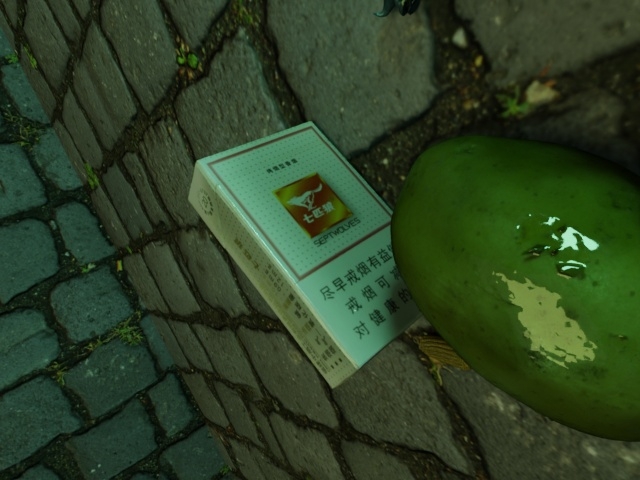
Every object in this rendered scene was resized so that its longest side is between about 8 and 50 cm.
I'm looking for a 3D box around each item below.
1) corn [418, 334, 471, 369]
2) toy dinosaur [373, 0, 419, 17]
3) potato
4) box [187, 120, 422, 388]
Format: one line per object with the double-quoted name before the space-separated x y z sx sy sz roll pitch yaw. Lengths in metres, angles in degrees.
"corn" 0.186 0.162 0.663 0.092 0.037 0.037 10 122 47
"toy dinosaur" 0.085 -0.274 0.480 0.047 0.031 0.083 46 142 22
"potato" 0.197 0.028 0.410 0.304 0.216 0.215 42 143 40
"box" 0.001 -0.001 0.627 0.330 0.210 0.095 51 143 12
